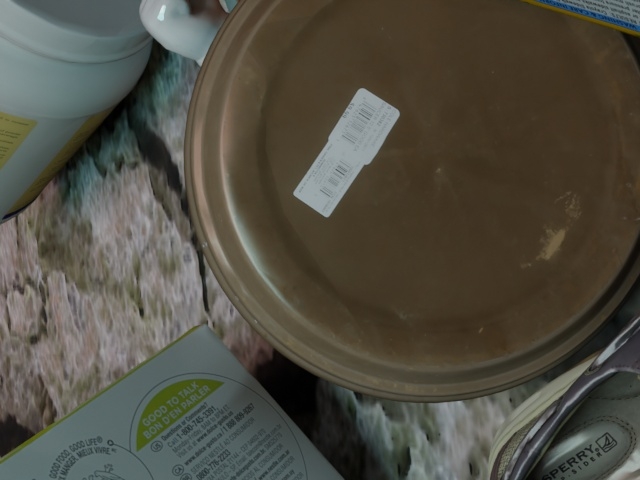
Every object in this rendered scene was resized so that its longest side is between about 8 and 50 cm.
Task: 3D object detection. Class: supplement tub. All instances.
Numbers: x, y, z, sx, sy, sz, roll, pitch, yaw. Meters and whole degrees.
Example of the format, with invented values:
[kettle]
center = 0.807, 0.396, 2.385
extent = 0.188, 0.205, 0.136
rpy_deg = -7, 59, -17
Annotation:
[supplement tub]
center = -0.300, -0.175, 0.903
extent = 0.331, 0.241, 0.241
rpy_deg = -36, 69, 42

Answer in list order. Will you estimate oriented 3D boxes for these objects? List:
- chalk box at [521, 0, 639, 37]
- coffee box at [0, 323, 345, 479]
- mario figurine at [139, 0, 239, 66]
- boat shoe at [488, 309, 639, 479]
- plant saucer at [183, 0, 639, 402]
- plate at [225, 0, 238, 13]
[chalk box]
center = 0.162, -0.255, 0.417
extent = 0.180, 0.179, 0.289
rpy_deg = 33, 84, 41
[coffee box]
center = -0.148, 0.324, 0.671
extent = 0.334, 0.338, 0.337
rpy_deg = 47, 128, 6
[mario figurine]
center = 0.021, -0.129, 0.604
extent = 0.170, 0.198, 0.321
rpy_deg = -38, 75, 51
[boat shoe]
center = 0.188, 0.070, 0.490
extent = 0.103, 0.092, 0.285
rpy_deg = 43, 117, -2
[plant saucer]
center = 0.062, -0.047, 0.547
extent = 0.041, 0.277, 0.278
rpy_deg = -143, 47, -89
[plate]
center = -0.030, -0.237, 0.768
extent = 0.188, 0.024, 0.188
rpy_deg = 8, 102, 45
